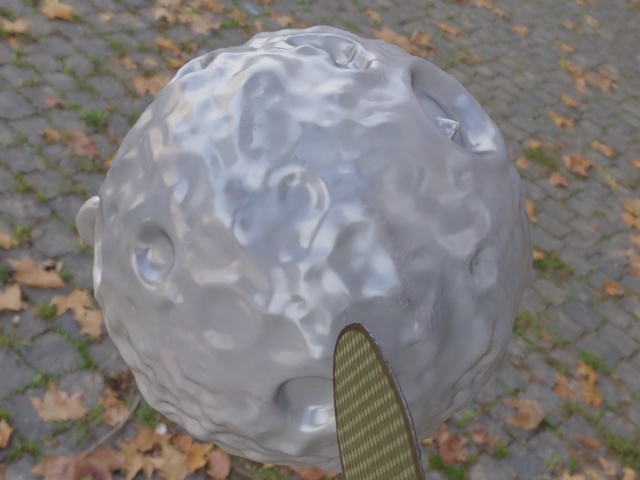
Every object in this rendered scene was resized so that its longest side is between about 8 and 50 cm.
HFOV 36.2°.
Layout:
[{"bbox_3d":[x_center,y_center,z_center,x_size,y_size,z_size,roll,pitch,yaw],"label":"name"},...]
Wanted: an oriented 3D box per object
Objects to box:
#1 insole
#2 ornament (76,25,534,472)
[{"bbox_3d":[0.038,0.160,0.467,0.005,0.086,0.253,-3,69,-24],"label":"insole"},{"bbox_3d":[0.000,0.000,0.746,0.337,0.337,0.337,18,33,-13],"label":"ornament"}]
